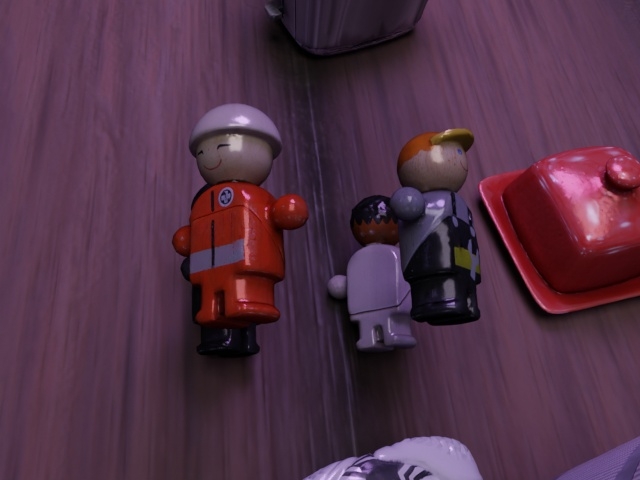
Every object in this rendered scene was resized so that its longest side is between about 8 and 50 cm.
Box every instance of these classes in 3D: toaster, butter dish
[{"bbox_3d":[0.044,-0.306,0.715,0.227,0.146,0.129,-22,65,-21],"label":"toaster"},{"bbox_3d":[0.257,-0.032,0.596,0.160,0.118,0.160,-10,60,-16],"label":"butter dish"}]

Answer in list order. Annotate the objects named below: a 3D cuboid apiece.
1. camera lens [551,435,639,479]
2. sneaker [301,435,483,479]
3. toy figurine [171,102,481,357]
[{"bbox_3d":[0.240,0.208,0.348,0.220,0.274,0.219,4,57,-7],"label":"camera lens"},{"bbox_3d":[-0.026,0.274,0.350,0.366,0.137,0.210,-25,67,-18],"label":"sneaker"},{"bbox_3d":[0.000,0.000,0.476,0.210,0.213,0.148,0,72,-9],"label":"toy figurine"}]
